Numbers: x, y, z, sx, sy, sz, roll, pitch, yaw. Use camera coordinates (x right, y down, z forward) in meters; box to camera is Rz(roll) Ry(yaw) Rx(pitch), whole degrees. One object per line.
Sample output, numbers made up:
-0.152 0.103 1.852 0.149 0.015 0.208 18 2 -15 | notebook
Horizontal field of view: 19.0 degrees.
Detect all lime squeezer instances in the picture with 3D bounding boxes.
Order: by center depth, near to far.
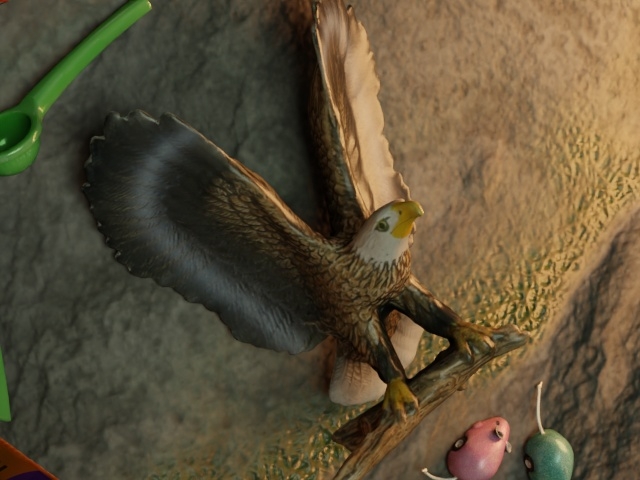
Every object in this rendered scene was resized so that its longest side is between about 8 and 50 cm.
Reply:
-0.203 -0.034 1.293 0.110 0.059 0.310 20 88 -29 | lime squeezer

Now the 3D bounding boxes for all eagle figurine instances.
0.006 -0.006 1.363 0.298 0.225 0.226 51 27 4 | eagle figurine

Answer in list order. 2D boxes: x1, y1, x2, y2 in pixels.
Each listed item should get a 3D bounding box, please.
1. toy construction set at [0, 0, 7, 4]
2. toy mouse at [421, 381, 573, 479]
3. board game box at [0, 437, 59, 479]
-0.209 -0.279 1.193 0.328 0.151 0.215 -29 136 -13 | toy construction set
0.158 0.182 1.537 0.161 0.031 0.143 27 85 -29 | toy mouse
-0.276 0.344 1.144 0.356 0.356 0.356 -33 112 -20 | board game box
